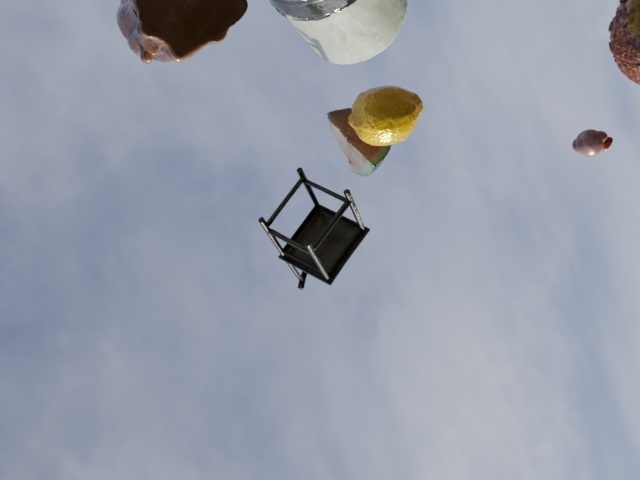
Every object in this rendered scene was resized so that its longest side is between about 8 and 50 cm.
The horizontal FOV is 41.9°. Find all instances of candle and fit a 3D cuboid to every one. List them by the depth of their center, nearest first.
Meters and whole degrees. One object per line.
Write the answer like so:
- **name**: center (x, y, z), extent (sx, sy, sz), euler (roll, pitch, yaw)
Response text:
- **candle**: center (0.033, -0.446, 1.493), extent (0.342, 0.221, 0.221), euler (38, -142, -59)

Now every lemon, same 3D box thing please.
- **lemon**: center (0.156, -0.295, 1.963), extent (0.187, 0.142, 0.142), euler (-18, -104, -11)

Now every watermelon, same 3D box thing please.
- **watermelon**: center (0.119, -0.273, 2.111), extent (0.202, 0.136, 0.207), euler (36, -112, -55)

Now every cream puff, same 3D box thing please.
- **cream puff**: center (0.731, -0.437, 1.833), extent (0.240, 0.164, 0.240), euler (6, -100, -38)

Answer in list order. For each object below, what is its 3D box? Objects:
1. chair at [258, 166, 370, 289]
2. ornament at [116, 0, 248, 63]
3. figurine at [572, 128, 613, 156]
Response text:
- **chair**: center (0.000, 0.000, 1.648), extent (0.154, 0.141, 0.260), euler (-53, -31, -16)
- **ornament**: center (-0.283, -0.454, 1.632), extent (0.221, 0.218, 0.235), euler (-7, -84, -25)
- **figurine**: center (0.652, -0.235, 2.011), extent (0.071, 0.083, 0.067), euler (25, -130, -27)
